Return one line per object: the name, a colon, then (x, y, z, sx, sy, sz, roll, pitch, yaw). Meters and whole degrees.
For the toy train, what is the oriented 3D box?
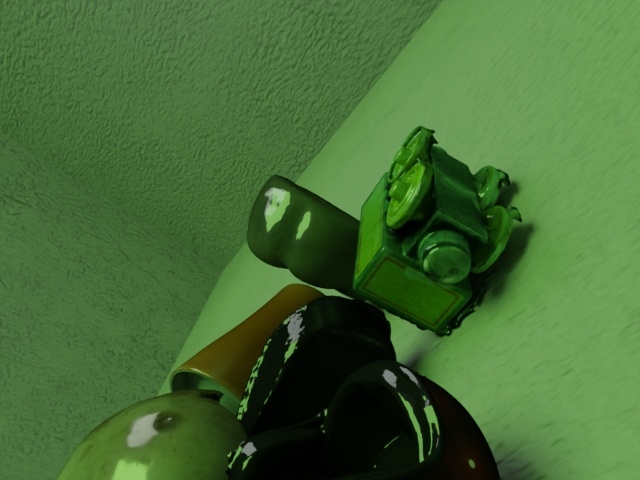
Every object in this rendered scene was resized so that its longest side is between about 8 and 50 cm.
toy train: (0.136, -0.021, 0.737, 0.188, 0.159, 0.272, -57, 11, 31)

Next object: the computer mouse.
computer mouse: (-0.020, 0.201, 0.697, 0.087, 0.168, 0.295, 25, 85, 57)

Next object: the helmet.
helmet: (0.038, 0.203, 0.438, 0.189, 0.193, 0.216, -16, 50, 64)

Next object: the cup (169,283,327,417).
cup: (-0.073, 0.207, 0.848, 0.182, 0.226, 0.264, 3, 33, 38)

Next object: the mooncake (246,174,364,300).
mooncake: (0.000, 0.000, 0.973, 0.135, 0.274, 0.275, -63, 11, 6)

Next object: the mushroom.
mushroom: (-0.155, 0.261, 0.548, 0.255, 0.184, 0.255, -44, 21, 22)
